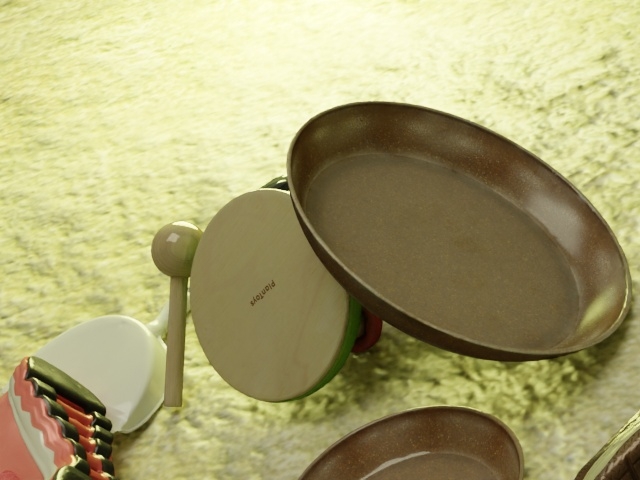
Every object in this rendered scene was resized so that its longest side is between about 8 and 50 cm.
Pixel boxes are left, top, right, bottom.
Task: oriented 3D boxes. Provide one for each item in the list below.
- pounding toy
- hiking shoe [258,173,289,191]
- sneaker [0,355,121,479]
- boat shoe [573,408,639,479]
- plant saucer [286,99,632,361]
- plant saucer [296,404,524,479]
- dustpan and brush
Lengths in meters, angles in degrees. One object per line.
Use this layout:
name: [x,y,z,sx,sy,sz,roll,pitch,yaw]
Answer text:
pounding toy: [-0.032,0.050,1.710,0.237,0.183,0.110,-11,-6,41]
hiking shoe: [0.000,0.000,1.799,0.227,0.086,0.114,6,39,40]
sneaker: [-0.226,0.235,1.615,0.136,0.116,0.314,-46,33,13]
boat shoe: [0.279,0.135,1.410,0.257,0.095,0.095,-28,17,-17]
plant saucer: [0.109,-0.002,1.616,0.310,0.050,0.310,16,36,-12]
plant saucer: [0.066,0.205,1.490,0.198,0.036,0.198,-19,31,12]
dustpan and brush: [-0.178,0.101,1.814,0.147,0.060,0.211,16,54,31]
